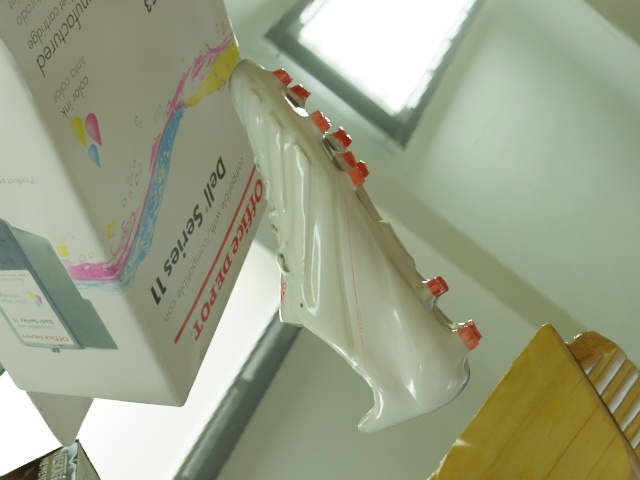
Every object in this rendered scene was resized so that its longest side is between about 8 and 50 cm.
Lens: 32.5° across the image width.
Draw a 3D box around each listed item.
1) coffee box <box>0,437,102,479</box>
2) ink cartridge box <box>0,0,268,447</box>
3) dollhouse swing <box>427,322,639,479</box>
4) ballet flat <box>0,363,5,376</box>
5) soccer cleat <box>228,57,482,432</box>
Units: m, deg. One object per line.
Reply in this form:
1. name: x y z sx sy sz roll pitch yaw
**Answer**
1. coffee box: -0.285 0.315 1.094 0.246 0.141 0.098 -124 10 -72
2. ink cartridge box: -0.125 -0.049 0.634 0.119 0.353 0.207 3 -133 19
3. dollhouse swing: 0.251 0.297 0.773 0.305 0.315 0.347 34 175 42
4. ballet flat: -0.481 0.183 1.340 0.147 0.147 0.409 32 -155 -13
5. soccer cleat: 0.000 0.000 0.530 0.196 0.076 0.068 57 -171 11
